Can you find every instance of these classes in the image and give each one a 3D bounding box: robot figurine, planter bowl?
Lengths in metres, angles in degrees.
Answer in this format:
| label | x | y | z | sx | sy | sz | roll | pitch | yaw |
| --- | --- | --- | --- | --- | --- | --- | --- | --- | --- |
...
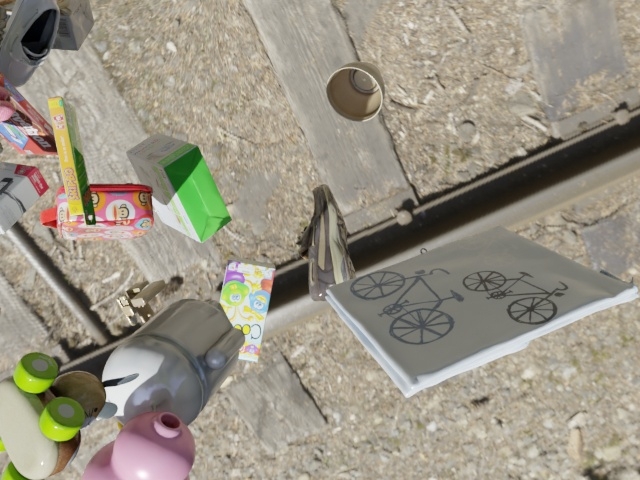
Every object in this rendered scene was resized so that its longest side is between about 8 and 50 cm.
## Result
| label | x | y | z | sx | sy | sz | roll | pitch | yaw |
| --- | --- | --- | --- | --- | --- | --- | --- | --- | --- |
| robot figurine | -0.291 | 0.247 | 1.245 | 0.300 | 0.353 | 0.200 | -24 | 101 | 22 |
| planter bowl | 0.110 | -0.426 | 1.739 | 0.162 | 0.109 | 0.162 | 16 | 135 | 16 |

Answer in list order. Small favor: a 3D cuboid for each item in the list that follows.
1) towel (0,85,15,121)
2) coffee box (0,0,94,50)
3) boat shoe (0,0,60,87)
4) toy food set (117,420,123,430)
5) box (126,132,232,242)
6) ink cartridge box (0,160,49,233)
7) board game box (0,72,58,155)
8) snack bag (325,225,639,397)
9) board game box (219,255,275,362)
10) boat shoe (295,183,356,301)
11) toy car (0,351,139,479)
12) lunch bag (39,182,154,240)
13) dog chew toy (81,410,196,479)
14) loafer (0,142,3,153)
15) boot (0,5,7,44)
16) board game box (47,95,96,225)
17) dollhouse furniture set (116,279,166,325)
| label | x | y | z | sx | sy | sz | roll | pitch | yaw |
| --- | --- | --- | --- | --- | --- | --- | --- | --- | --- |
| towel | -0.297 | -0.079 | 0.360 | 0.144 | 0.197 | 0.029 | -17 | 86 | 9 |
| coffee box | -0.715 | -0.559 | 1.570 | 0.246 | 0.141 | 0.098 | 5 | 136 | 1 |
| boat shoe | -0.615 | -0.410 | 1.320 | 0.095 | 0.084 | 0.258 | -14 | 152 | -45 |
| toy food set | -0.430 | 0.359 | 1.422 | 0.128 | 0.218 | 0.071 | -20 | 131 | 31 |
| box | -0.410 | -0.153 | 1.813 | 0.126 | 0.231 | 0.262 | -39 | 128 | -25 |
| ink cartridge box | -0.665 | -0.091 | 1.312 | 0.109 | 0.150 | 0.063 | 10 | 137 | 20 |
| board game box | -0.689 | -0.280 | 1.388 | 0.145 | 0.027 | 0.281 | 4 | 152 | 18 |
| snack bag | 0.208 | 0.078 | 0.910 | 0.342 | 0.323 | 0.037 | -20 | 112 | -13 |
| board game box | -0.226 | 0.198 | 1.849 | 0.142 | 0.144 | 0.275 | 11 | 92 | -6 |
| boat shoe | 0.000 | 0.000 | 1.589 | 0.130 | 0.355 | 0.132 | -16 | 138 | 8 |
| toy car | -0.347 | 0.243 | 0.889 | 0.155 | 0.149 | 0.188 | -52 | 155 | 23 |
| lunch bag | -0.560 | -0.064 | 1.571 | 0.258 | 0.293 | 0.120 | -4 | 83 | -24 |
| dog chew toy | -0.311 | 0.421 | 1.037 | 0.206 | 0.207 | 0.332 | 22 | 108 | -18 |
| loafer | -0.779 | -0.236 | 1.309 | 0.251 | 0.094 | 0.087 | 31 | 77 | 5 |
| boot | -0.802 | -0.363 | 1.041 | 0.445 | 0.146 | 0.367 | 32 | 122 | -21 |
| board game box | -0.512 | -0.157 | 1.306 | 0.039 | 0.124 | 0.260 | -13 | 94 | -9 |
| dollhouse furniture set | -0.548 | 0.209 | 1.993 | 0.151 | 0.144 | 0.123 | -13 | 110 | 30 |
